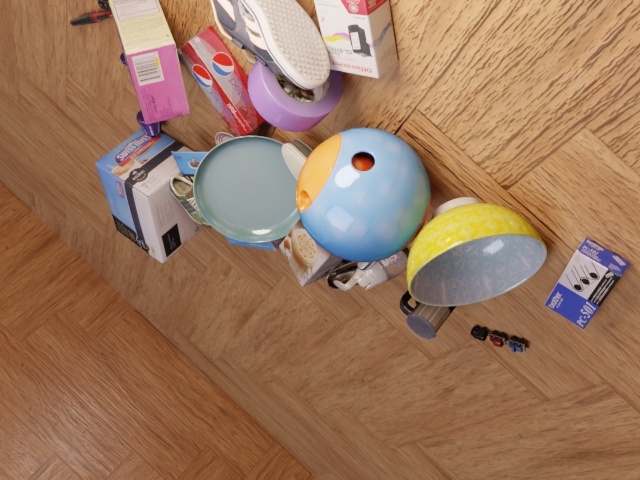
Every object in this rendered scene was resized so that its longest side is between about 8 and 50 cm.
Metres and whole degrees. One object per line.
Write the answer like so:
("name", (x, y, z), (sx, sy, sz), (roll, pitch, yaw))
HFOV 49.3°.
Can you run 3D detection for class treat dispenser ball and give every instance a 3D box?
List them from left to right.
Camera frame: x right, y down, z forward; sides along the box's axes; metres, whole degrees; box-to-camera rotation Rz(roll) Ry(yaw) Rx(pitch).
("treat dispenser ball", (0.091, -0.097, 1.494), (0.288, 0.288, 0.288), (30, 148, 22))

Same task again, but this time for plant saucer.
("plant saucer", (-0.175, -0.138, 1.849), (0.318, 0.043, 0.317), (0, 121, -1))

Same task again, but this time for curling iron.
("curling iron", (-0.628, -0.635, 1.939), (0.274, 0.035, 0.068), (1, 125, 49))

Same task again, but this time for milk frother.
("milk frother", (0.274, 0.186, 1.784), (0.129, 0.135, 0.143), (24, 145, 31))

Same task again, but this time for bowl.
("bowl", (0.306, 0.004, 1.462), (0.289, 0.290, 0.156), (103, 159, -56))

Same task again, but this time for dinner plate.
("dinner plate", (-0.236, -0.252, 1.954), (0.141, 0.017, 0.141), (32, 155, 17))

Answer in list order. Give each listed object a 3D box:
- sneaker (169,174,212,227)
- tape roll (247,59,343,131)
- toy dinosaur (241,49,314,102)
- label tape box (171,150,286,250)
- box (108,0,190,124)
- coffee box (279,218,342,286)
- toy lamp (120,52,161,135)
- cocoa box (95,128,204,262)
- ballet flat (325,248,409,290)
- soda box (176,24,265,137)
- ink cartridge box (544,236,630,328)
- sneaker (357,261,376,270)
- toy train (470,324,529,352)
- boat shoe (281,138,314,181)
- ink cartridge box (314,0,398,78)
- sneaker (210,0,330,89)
("sneaker", (-0.371, -0.117, 2.018), (0.192, 0.064, 0.086), (42, 160, 14))
("tape roll", (-0.052, -0.331, 1.472), (0.189, 0.189, 0.080), (47, 151, -6))
("toy dinosaur", (-0.105, -0.376, 1.573), (0.268, 0.064, 0.118), (42, -172, 4))
("label tape box", (-0.251, -0.141, 2.017), (0.249, 0.115, 0.347), (7, 134, 50))
("box", (-0.423, -0.454, 1.728), (0.213, 0.117, 0.242), (88, 162, -51))
("coffee box", (0.000, 0.000, 1.847), (0.141, 0.098, 0.246), (59, 145, 15))
("toy lamp", (-0.517, -0.423, 2.030), (0.080, 0.080, 0.274), (28, 145, 26))
("cocoa box", (-0.530, -0.147, 2.236), (0.228, 0.231, 0.347), (33, 148, 20))
("ballet flat", (0.117, 0.089, 1.879), (0.107, 0.106, 0.316), (50, 149, -11))
("soda box", (-0.237, -0.390, 1.727), (0.092, 0.083, 0.263), (-7, 124, 54))
("ink cartridge box", (0.542, 0.091, 1.429), (0.097, 0.046, 0.207), (34, 149, 19))
("sneaker", (0.123, 0.016, 1.767), (0.052, 0.058, 0.135), (42, 114, 36))
("toy train", (0.447, 0.249, 1.752), (0.158, 0.036, 0.027), (14, 138, 41))
("boat shoe", (0.032, -0.139, 1.713), (0.305, 0.091, 0.109), (46, 159, -3))
("ink cartridge box", (0.069, -0.411, 1.341), (0.128, 0.072, 0.175), (20, 143, 35))
("sneaker", (-0.108, -0.423, 1.374), (0.321, 0.126, 0.127), (56, 144, -4))
